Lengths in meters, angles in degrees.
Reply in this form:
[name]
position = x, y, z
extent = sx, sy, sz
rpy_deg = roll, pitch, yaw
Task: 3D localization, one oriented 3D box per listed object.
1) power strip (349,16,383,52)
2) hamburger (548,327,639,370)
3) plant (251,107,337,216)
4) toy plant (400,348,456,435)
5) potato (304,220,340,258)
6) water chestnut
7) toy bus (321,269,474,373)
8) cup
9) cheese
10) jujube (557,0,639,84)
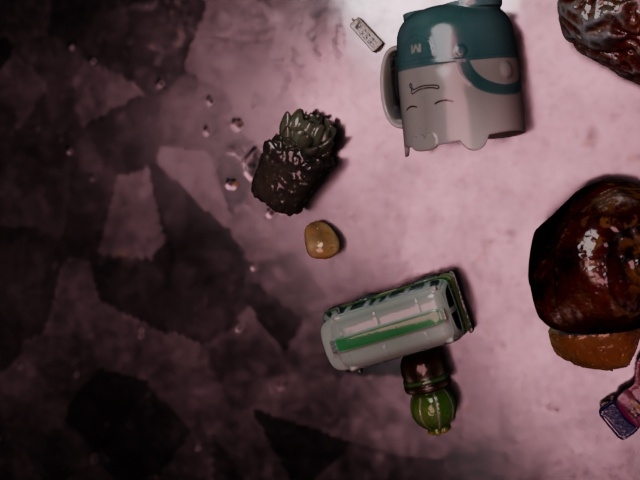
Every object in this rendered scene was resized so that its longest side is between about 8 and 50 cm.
[power strip]
position = 0.087, -0.395, 1.980
extent = 0.027, 0.017, 0.083
rpy_deg = -44, 85, 15
[hamburger]
position = 0.511, 0.197, 1.891
extent = 0.176, 0.087, 0.102
rpy_deg = -9, 93, 15
[plant]
position = -0.047, -0.152, 1.990
extent = 0.129, 0.132, 0.195
rpy_deg = 30, 108, 8
[toy plant]
position = 0.211, 0.294, 1.989
extent = 0.092, 0.093, 0.162
rpy_deg = -12, 93, 17
[potato]
position = 0.000, 0.000, 2.031
extent = 0.062, 0.068, 0.083
rpy_deg = -39, 66, 55
[water chestnut]
position = 0.485, 0.031, 1.795
extent = 0.244, 0.289, 0.289
rpy_deg = 14, 101, 22
[toy bus]
position = 0.135, 0.160, 1.956
extent = 0.276, 0.164, 0.134
rpy_deg = -19, 90, 17
[cup]
position = 0.224, -0.287, 1.865
extent = 0.289, 0.219, 0.258
rpy_deg = -1, 97, 49
[cheese]
position = 0.623, 0.270, 1.881
extent = 0.244, 0.062, 0.155
rpy_deg = -40, 87, 17
[jujube]
position = 0.563, -0.369, 1.739
extent = 0.317, 0.226, 0.226
rpy_deg = 32, 104, 13
